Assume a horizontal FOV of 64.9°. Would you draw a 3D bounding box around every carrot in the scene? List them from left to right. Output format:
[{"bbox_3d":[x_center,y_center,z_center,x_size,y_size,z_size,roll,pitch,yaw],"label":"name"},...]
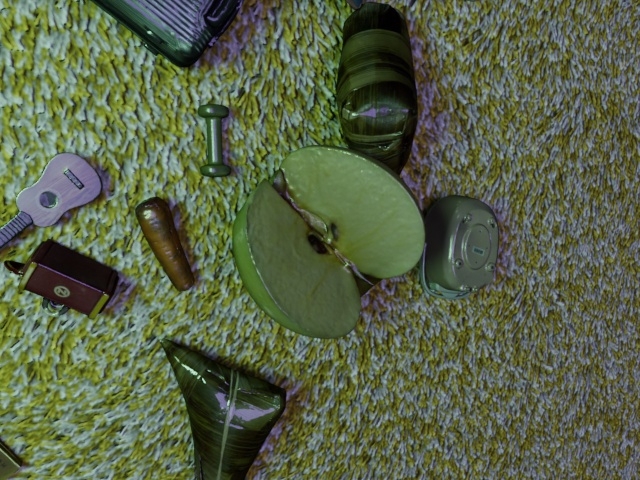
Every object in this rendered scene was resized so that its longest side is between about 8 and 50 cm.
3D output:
[{"bbox_3d":[-0.251,0.007,0.822,0.055,0.055,0.161,-24,113,-16],"label":"carrot"}]

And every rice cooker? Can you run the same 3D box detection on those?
[{"bbox_3d":[0.269,0.013,0.982,0.145,0.127,0.206,7,87,-21],"label":"rice cooker"}]

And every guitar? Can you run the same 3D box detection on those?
[{"bbox_3d":[-0.447,-0.023,0.744,0.271,0.038,0.084,-44,110,-13],"label":"guitar"}]

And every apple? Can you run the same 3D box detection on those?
[{"bbox_3d":[0.001,-0.004,0.819,0.258,0.233,0.295,45,82,-5],"label":"apple"}]

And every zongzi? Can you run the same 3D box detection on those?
[{"bbox_3d":[-0.212,0.320,0.869,0.241,0.111,0.248,27,94,-5],"label":"zongzi"},{"bbox_3d":[0.105,-0.232,0.903,0.134,0.288,0.286,-1,62,10],"label":"zongzi"}]

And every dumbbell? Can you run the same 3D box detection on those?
[{"bbox_3d":[-0.174,-0.163,0.826,0.052,0.046,0.118,-4,99,-26],"label":"dumbbell"}]

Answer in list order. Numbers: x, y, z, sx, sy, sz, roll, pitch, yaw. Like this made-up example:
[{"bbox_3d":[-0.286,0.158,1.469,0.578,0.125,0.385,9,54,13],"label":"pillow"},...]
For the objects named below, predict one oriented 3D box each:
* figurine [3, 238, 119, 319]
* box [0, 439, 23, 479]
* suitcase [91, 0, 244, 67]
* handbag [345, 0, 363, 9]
[{"bbox_3d":[-0.401,0.067,0.766,0.154,0.082,0.098,28,107,-22],"label":"figurine"},{"bbox_3d":[-0.548,0.361,0.774,0.133,0.023,0.090,-38,108,-12],"label":"box"},{"bbox_3d":[-0.256,-0.412,0.711,0.312,0.128,0.202,35,85,-22],"label":"suitcase"},{"bbox_3d":[0.021,-0.500,0.766,0.251,0.190,0.193,17,80,-20],"label":"handbag"}]
